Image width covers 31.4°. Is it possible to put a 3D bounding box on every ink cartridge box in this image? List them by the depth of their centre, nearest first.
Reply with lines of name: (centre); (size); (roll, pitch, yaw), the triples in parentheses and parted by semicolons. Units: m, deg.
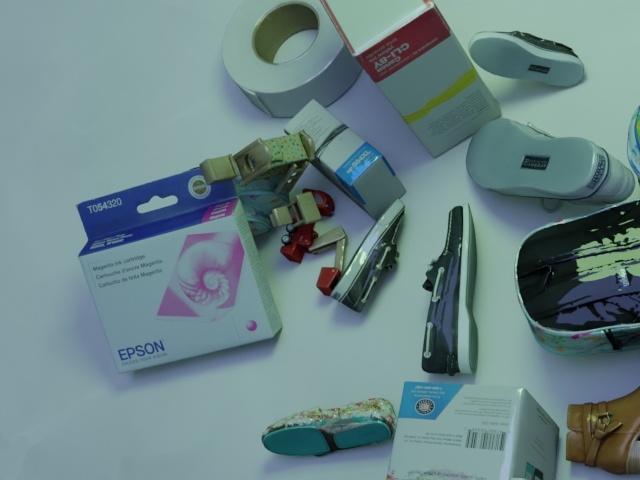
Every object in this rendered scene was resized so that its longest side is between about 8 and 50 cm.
ink cartridge box: (0.225, 0.375, 1.718); (0.198, 0.197, 0.270); (0, 64, 29)
ink cartridge box: (0.143, -0.359, 2.015); (0.160, 0.385, 0.279); (-34, 57, 10)
ink cartridge box: (-0.272, 0.054, 2.083); (0.324, 0.071, 0.330); (-15, 100, 18)
ink cartridge box: (0.044, -0.149, 2.096); (0.086, 0.148, 0.203); (-45, 57, -2)

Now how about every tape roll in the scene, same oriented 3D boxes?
tape roll: (-0.053, -0.391, 2.287); (0.286, 0.100, 0.286); (-10, 63, 20)

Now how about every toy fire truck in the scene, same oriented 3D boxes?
toy fire truck: (0.000, 0.000, 2.105); (0.135, 0.047, 0.192); (11, 70, 28)

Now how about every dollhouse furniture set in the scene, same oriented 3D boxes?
dollhouse furniture set: (-0.088, -0.094, 2.000); (0.101, 0.182, 0.160); (-28, 81, 49)

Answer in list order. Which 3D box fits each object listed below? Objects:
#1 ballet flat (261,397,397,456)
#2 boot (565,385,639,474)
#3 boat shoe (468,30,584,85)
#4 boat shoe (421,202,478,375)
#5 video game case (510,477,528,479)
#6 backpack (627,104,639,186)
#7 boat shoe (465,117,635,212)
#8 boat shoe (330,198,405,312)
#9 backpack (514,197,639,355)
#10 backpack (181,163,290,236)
ballet flat: (0.019, 0.315, 1.936); (0.241, 0.091, 0.077); (-8, 33, 16)
boot: (0.459, 0.260, 1.757); (0.152, 0.073, 0.197); (2, 64, 30)
boat shoe: (0.363, -0.338, 2.029); (0.229, 0.080, 0.076); (8, 46, -17)
boat shoe: (0.216, 0.078, 1.929); (0.091, 0.114, 0.302); (-3, 64, 17)
video game case: (0.313, 0.496, 1.604); (0.025, 0.204, 0.285); (-8, 64, 40)
backpack: (0.663, -0.150, 1.777); (0.356, 0.273, 0.290); (-2, 72, 37)
boat shoe: (0.398, -0.120, 1.928); (0.367, 0.157, 0.135); (16, 85, 62)
boat shoe: (0.101, 0.028, 2.038); (0.070, 0.078, 0.219); (33, 77, -2)
backpack: (0.437, 0.070, 1.785); (0.254, 0.191, 0.225); (-12, 59, 11)
backpack: (-0.151, -0.081, 2.143); (0.188, 0.166, 0.144); (-19, 69, 19)
